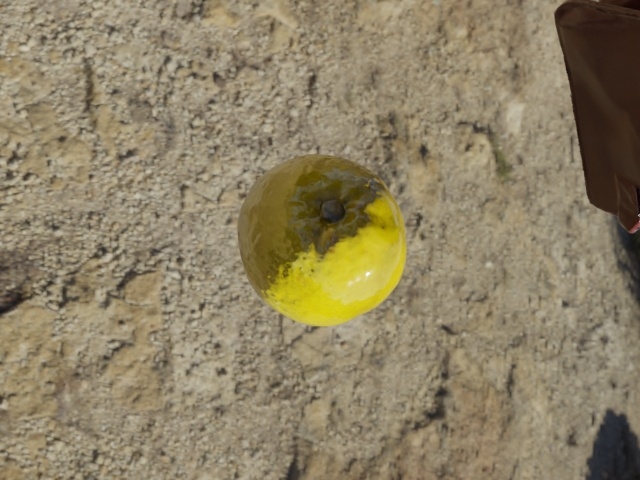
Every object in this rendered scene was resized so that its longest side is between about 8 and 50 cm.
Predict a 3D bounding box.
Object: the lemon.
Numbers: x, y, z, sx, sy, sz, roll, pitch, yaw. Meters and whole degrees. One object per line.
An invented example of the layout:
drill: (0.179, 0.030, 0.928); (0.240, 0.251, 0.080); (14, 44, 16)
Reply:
lemon: (0.000, 0.000, 0.749); (0.170, 0.207, 0.170); (1, 82, -8)

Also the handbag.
handbag: (0.342, -0.099, 0.715); (0.084, 0.260, 0.276); (-32, 124, -11)
